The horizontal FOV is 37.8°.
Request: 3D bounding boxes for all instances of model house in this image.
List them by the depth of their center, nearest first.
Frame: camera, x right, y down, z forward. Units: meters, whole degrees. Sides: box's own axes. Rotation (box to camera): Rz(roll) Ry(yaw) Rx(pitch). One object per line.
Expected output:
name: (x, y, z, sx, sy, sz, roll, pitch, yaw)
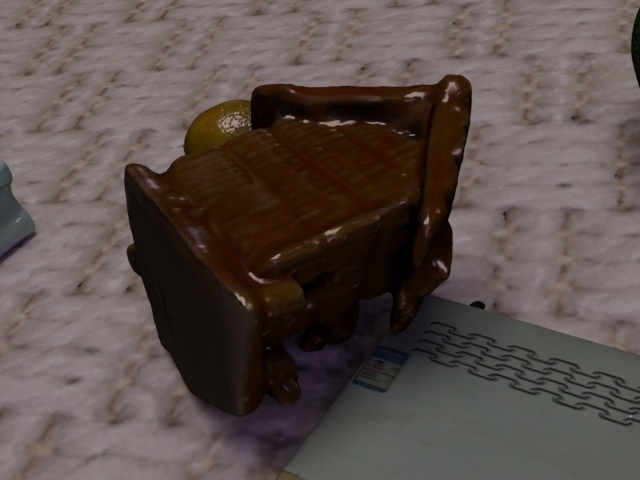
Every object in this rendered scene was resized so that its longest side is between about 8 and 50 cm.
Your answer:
model house: (-0.002, 0.001, 0.634, 0.229, 0.199, 0.220, -24, 51, -16)

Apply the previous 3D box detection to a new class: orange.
orange: (-0.077, -0.085, 0.844, 0.095, 0.085, 0.085, -5, 39, 4)

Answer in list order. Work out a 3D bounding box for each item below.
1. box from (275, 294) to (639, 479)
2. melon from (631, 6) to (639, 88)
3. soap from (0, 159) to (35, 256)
box: (0.133, 0.132, 0.547, 0.270, 0.045, 0.211, 14, 46, 31)
melon: (0.338, -0.137, 0.709, 0.182, 0.182, 0.288, -12, 36, 2)
soap: (-0.390, 0.009, 0.817, 0.145, 0.091, 0.230, 17, 46, 33)
